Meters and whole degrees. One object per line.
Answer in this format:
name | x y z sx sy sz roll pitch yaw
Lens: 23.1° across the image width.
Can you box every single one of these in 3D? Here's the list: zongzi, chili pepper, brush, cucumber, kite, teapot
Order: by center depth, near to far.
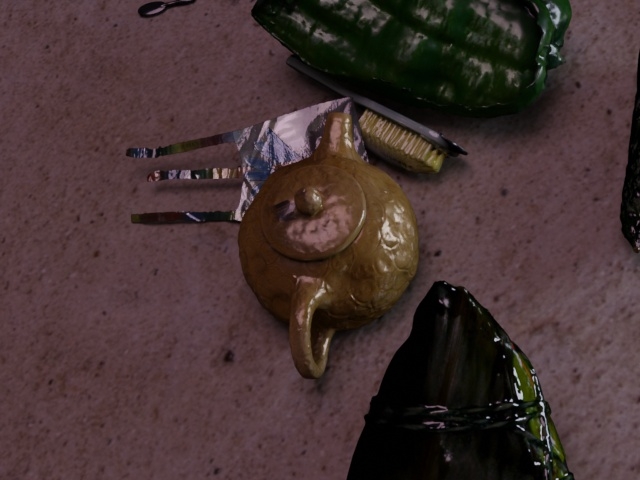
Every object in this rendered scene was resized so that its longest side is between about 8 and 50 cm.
zongzi | 0.146 0.215 1.552 0.319 0.362 0.383 -1 93 15
teapot | 0.000 0.000 1.737 0.203 0.167 0.311 2 63 17
cucumber | 0.378 -0.105 1.764 0.072 0.072 0.300 3 59 20
chili pepper | 0.114 -0.274 1.889 0.385 0.167 0.213 19 102 11
kite | -0.091 -0.071 1.897 0.310 0.015 0.169 -10 73 16
brush | 0.053 -0.146 1.910 0.297 0.068 0.060 33 92 37
brush | -0.210 -0.322 2.143 0.083 0.008 0.024 -13 51 8
